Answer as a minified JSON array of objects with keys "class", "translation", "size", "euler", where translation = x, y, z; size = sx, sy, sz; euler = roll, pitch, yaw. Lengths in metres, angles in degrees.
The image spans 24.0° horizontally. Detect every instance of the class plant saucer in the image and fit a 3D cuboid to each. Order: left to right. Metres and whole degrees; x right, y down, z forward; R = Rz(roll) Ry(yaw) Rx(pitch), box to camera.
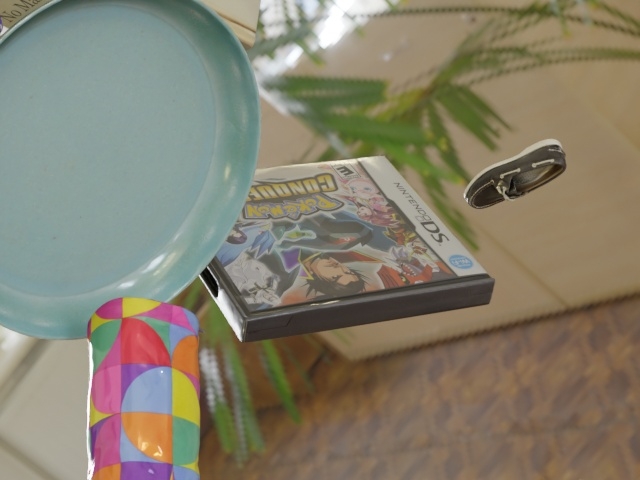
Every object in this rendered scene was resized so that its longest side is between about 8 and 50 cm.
[{"class":"plant saucer","translation":[-0.188,-0.068,1.270],"size":[0.317,0.317,0.044],"euler":[-51,46,-7]}]

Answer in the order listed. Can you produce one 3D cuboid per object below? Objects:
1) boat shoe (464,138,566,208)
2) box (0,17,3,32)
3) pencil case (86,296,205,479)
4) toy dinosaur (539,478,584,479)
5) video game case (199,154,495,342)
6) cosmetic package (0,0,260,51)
[{"class":"boat shoe","translation":[0.216,-0.066,1.665],"size":[0.125,0.046,0.038],"euler":[-28,47,20]},{"class":"box","translation":[-0.268,-0.135,0.937],"size":[0.137,0.072,0.126],"euler":[-48,50,35]},{"class":"pencil case","translation":[-0.144,0.161,1.220],"size":[0.104,0.104,0.236],"euler":[-33,49,43]},{"class":"toy dinosaur","translation":[0.269,0.302,1.566],"size":[0.064,0.268,0.118],"euler":[-36,41,-15]},{"class":"video game case","translation":[0.000,0.000,1.535],"size":[0.248,0.275,0.035],"euler":[53,142,46]},{"class":"cosmetic package","translation":[-0.216,-0.251,1.310],"size":[0.160,0.309,0.113],"euler":[-23,53,48]}]
